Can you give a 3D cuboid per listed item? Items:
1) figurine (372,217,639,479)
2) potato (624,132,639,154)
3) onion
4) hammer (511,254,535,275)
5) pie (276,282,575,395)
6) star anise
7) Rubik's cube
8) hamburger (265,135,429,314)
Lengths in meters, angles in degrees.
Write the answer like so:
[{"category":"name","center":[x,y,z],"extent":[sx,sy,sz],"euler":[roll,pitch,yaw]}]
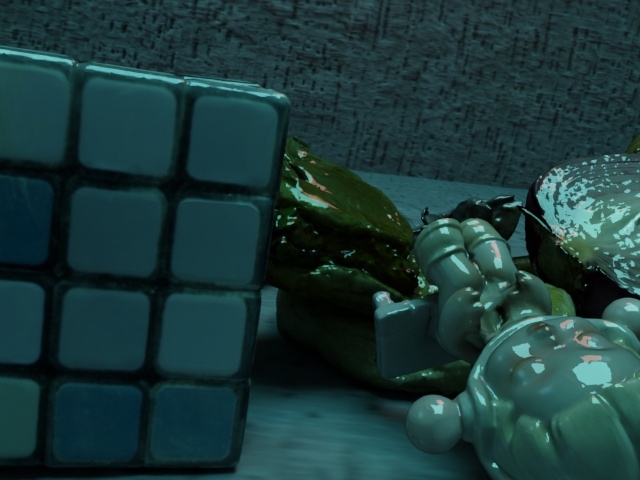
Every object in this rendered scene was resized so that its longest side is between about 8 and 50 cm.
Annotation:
[{"category":"figurine","center":[0.141,0.101,0.486],"extent":[0.182,0.144,0.257],"euler":[5,26,-24]},{"category":"potato","center":[0.738,-0.102,1.179],"extent":[0.442,0.319,0.385],"euler":[19,-3,29]},{"category":"onion","center":[0.418,0.008,0.866],"extent":[0.348,0.159,0.267],"euler":[-19,52,-18]},{"category":"hammer","center":[0.379,0.033,1.110],"extent":[0.409,0.095,0.242],"euler":[-5,17,-39]},{"category":"pie","center":[0.114,0.077,0.748],"extent":[0.337,0.075,0.337],"euler":[3,12,-1]},{"category":"star anise","center":[0.193,-0.007,1.083],"extent":[0.229,0.093,0.236],"euler":[-17,-6,-12]},{"category":"Rubik's cube","center":[-0.182,-0.005,0.518],"extent":[0.256,0.259,0.253],"euler":[4,12,-16]},{"category":"hamburger","center":[0.000,0.000,0.660],"extent":[0.183,0.130,0.206],"euler":[20,22,-26]}]
